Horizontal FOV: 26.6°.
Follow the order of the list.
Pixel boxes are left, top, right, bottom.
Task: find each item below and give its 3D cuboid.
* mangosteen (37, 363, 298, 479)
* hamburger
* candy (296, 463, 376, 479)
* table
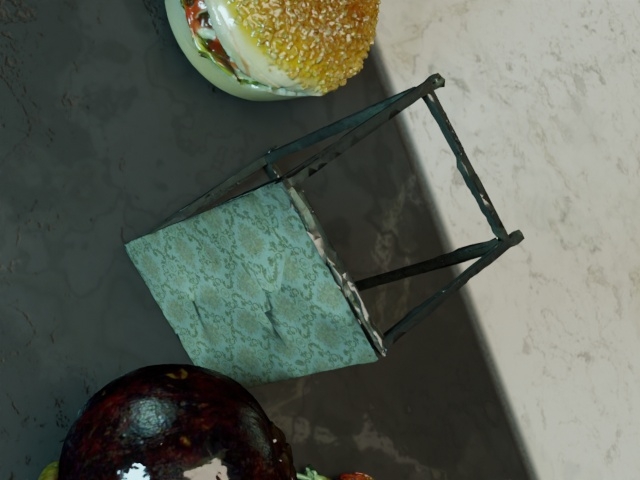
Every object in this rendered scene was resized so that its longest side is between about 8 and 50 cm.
[{"bbox_3d":[-0.165,0.273,1.450,0.288,0.288,0.288,9,74,-34],"label":"mangosteen"},{"bbox_3d":[-0.053,-0.312,1.709,0.302,0.170,0.302,9,75,-35],"label":"hamburger"},{"bbox_3d":[-0.014,0.298,1.682,0.201,0.060,0.060,22,67,-22],"label":"candy"},{"bbox_3d":[0.000,0.000,1.575,0.272,0.335,0.222,-35,101,-37],"label":"table"}]
